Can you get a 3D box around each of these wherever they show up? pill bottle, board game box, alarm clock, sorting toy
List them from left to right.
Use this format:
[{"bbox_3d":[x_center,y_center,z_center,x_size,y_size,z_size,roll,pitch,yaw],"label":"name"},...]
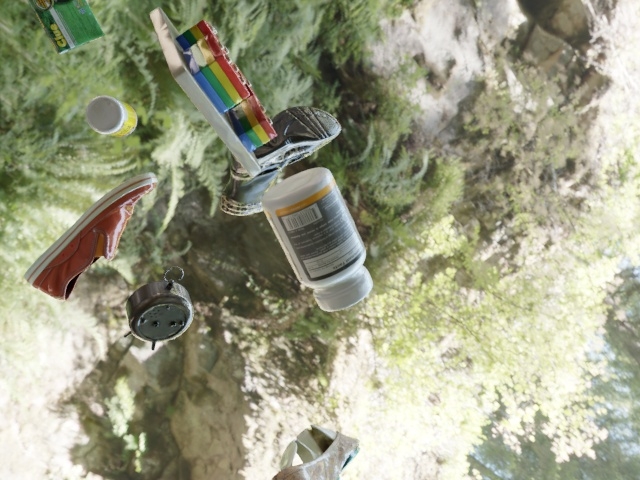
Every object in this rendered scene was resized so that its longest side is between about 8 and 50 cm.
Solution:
[{"bbox_3d":[-0.696,-0.638,1.500,0.136,0.260,0.030,-35,-160,-28],"label":"board game box"},{"bbox_3d":[-0.665,-0.396,1.841,0.117,0.117,0.215,-45,-173,3],"label":"pill bottle"},{"bbox_3d":[-0.316,0.131,1.144,0.064,0.129,0.192,53,-53,48],"label":"alarm clock"},{"bbox_3d":[-0.184,-0.289,1.053,0.089,0.257,0.256,-32,-132,5],"label":"sorting toy"},{"bbox_3d":[0.000,0.000,1.214,0.162,0.279,0.162,-22,-160,9],"label":"pill bottle"}]

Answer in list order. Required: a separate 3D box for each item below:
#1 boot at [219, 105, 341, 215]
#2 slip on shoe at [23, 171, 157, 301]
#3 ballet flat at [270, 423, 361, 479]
[{"bbox_3d":[-0.128,-0.230,1.679,0.377,0.138,0.284,-31,162,-38],"label":"boot"},{"bbox_3d":[-0.446,-0.010,1.157,0.331,0.101,0.123,-46,-171,-2],"label":"slip on shoe"},{"bbox_3d":[-0.005,0.373,0.972,0.106,0.316,0.107,44,-85,12],"label":"ballet flat"}]
